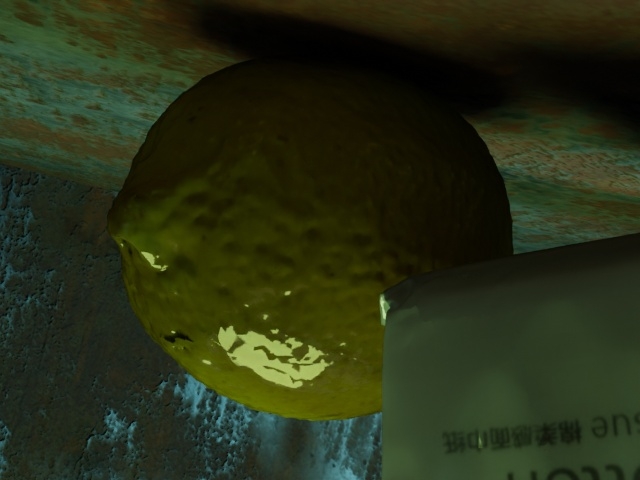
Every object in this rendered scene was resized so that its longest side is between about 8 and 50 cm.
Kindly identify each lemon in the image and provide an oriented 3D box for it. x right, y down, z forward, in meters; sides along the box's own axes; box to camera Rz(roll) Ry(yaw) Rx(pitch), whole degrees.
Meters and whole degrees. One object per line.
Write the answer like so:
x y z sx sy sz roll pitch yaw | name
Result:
0.000 0.000 0.694 0.257 0.188 0.188 12 179 -44 | lemon

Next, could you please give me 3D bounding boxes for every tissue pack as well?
0.233 0.090 0.558 0.357 0.193 0.266 -10 165 36 | tissue pack
